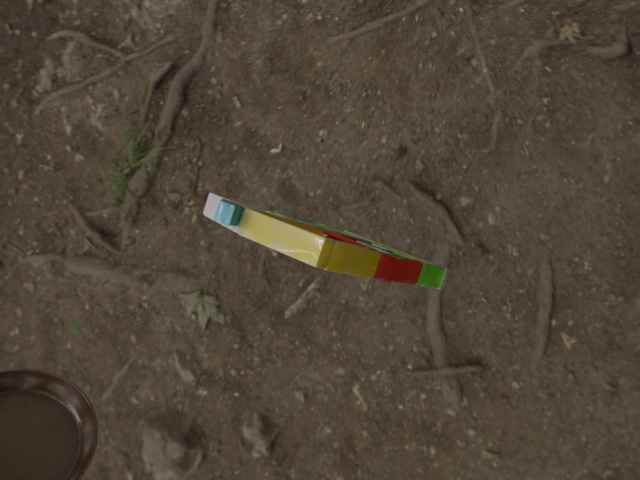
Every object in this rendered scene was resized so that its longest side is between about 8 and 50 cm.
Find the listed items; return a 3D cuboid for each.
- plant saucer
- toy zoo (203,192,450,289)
[{"bbox_3d":[-0.327,0.216,0.489,0.168,0.168,0.029,28,126,-4],"label":"plant saucer"},{"bbox_3d":[0.000,0.000,0.543,0.192,0.293,0.030,22,96,41],"label":"toy zoo"}]
